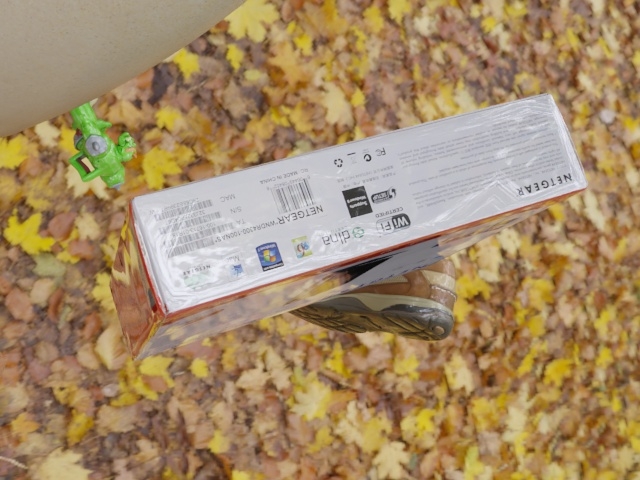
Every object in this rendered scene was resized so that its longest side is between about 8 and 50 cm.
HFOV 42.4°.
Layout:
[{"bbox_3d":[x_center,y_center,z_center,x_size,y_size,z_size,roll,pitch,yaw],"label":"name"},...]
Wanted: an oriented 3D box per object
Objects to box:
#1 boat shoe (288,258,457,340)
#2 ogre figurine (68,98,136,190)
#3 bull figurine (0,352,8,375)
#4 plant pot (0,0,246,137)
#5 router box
[{"bbox_3d":[0.059,0.068,1.217,0.122,0.324,0.119,43,59,-50],"label":"boat shoe"},{"bbox_3d":[-0.339,-0.150,1.248,0.097,0.197,0.118,-17,68,-26],"label":"ogre figurine"},{"bbox_3d":[-0.617,0.225,1.351,0.189,0.310,0.101,-7,87,-7],"label":"bull figurine"},{"bbox_3d":[-0.165,-0.210,0.561,0.256,0.274,0.256,11,77,-60],"label":"plant pot"},{"bbox_3d":[0.000,0.000,0.705,0.336,0.301,0.082,-17,82,-19],"label":"router box"}]
